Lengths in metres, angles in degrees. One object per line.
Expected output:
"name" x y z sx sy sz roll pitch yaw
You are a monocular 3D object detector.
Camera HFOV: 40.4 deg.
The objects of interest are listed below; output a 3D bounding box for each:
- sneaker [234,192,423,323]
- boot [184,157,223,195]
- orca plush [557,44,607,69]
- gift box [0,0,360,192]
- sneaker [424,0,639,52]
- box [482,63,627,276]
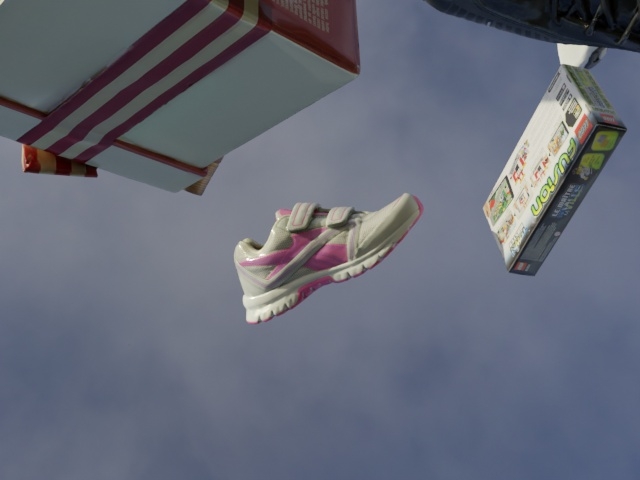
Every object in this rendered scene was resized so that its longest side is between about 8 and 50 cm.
"sneaker" 0.000 0.000 1.033 0.252 0.103 0.111 -28 -89 8
"boot" -0.204 -0.167 1.248 0.197 0.073 0.152 28 -82 27
"orca plush" 0.411 -0.393 1.276 0.102 0.151 0.287 -16 -73 -22
"gift box" -0.155 -0.207 0.623 0.276 0.258 0.255 23 -124 -37
"sneaker" 0.156 -0.109 0.379 0.234 0.078 0.106 5 -138 -1
"box" 0.247 -0.073 0.947 0.036 0.207 0.114 8 -139 -17
